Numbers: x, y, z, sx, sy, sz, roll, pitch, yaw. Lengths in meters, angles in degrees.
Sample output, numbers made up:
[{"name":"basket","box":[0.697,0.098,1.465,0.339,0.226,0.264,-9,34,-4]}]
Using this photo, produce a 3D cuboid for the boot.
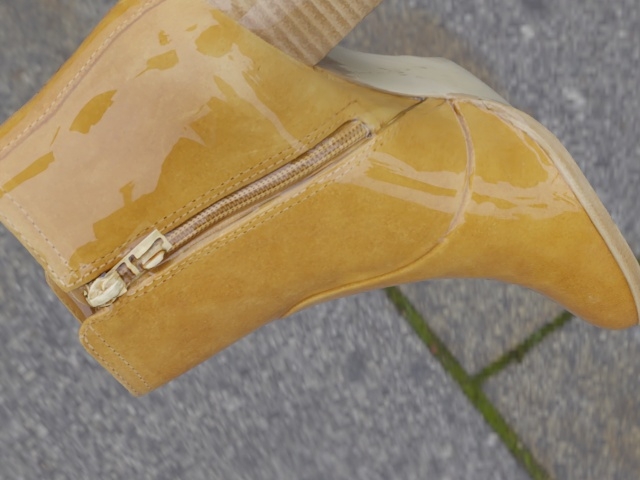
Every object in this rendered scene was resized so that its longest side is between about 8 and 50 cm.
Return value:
[{"name":"boot","box":[0.000,0.000,0.741,0.211,0.295,0.104,-43,31,2]}]
